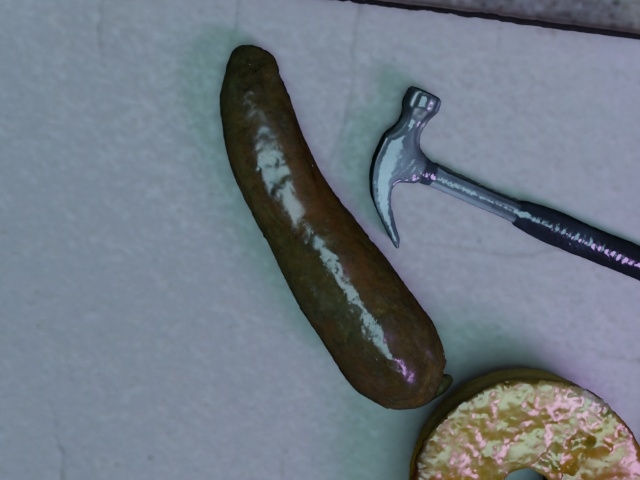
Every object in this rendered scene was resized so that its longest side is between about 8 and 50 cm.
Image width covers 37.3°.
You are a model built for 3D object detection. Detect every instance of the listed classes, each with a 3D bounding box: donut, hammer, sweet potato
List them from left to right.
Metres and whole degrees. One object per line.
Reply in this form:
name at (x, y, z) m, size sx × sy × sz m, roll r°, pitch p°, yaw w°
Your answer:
sweet potato at (0.000, 0.000, 0.631) m, size 0.075 × 0.075 × 0.273 m, roll -30°, pitch 98°, yaw 5°
donut at (0.141, 0.180, 0.673) m, size 0.174 × 0.074 × 0.190 m, roll -18°, pitch 99°, yaw 3°
hammer at (0.148, -0.009, 0.654) m, size 0.246 × 0.029 × 0.103 m, roll 24°, pitch 100°, yaw -9°
